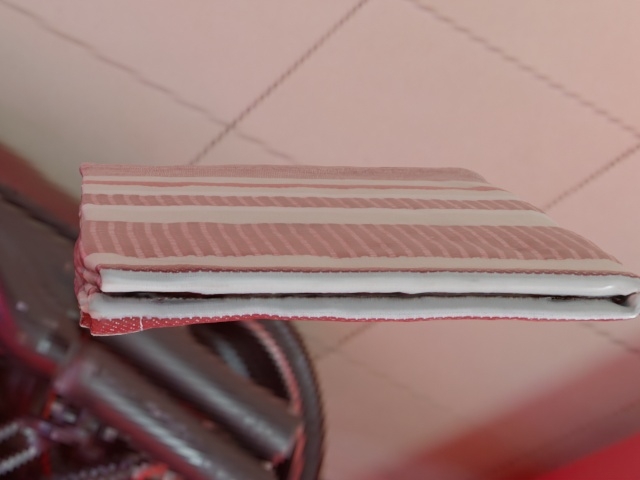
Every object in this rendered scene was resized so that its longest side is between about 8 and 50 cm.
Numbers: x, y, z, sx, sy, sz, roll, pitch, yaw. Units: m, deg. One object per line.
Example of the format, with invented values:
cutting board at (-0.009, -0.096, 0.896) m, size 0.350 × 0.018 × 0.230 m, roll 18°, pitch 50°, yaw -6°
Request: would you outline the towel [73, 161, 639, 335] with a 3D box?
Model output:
towel at (0.000, 0.000, 0.848) m, size 0.237 × 0.037 × 0.329 m, roll 0°, pitch -170°, yaw -8°
